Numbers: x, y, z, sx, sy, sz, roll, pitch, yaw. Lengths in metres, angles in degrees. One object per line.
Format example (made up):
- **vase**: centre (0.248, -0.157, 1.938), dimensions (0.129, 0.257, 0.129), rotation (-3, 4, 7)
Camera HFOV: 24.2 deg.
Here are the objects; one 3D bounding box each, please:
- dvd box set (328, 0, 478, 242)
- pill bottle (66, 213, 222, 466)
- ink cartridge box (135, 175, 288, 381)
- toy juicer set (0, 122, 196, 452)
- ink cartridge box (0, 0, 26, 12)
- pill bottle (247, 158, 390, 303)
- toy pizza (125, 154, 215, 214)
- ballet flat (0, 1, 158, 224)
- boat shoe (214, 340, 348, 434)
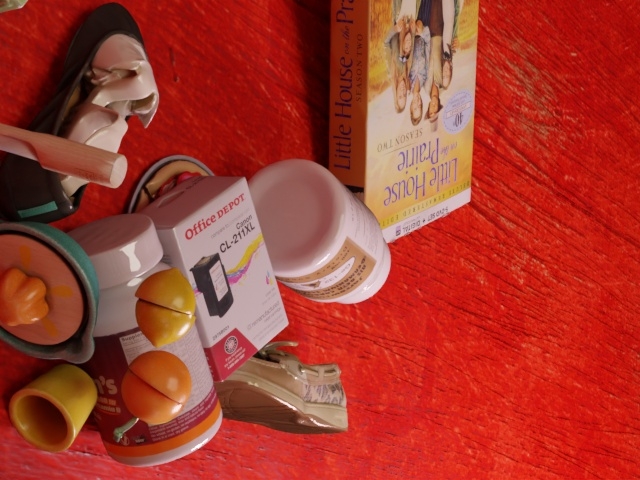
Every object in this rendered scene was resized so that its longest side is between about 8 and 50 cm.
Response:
- **dvd box set**: centre (0.110, -0.220, 1.899), dimensions (0.308, 0.062, 0.420), rotation (-24, 119, -55)
- **pill bottle**: centre (-0.178, 0.094, 1.426), dimensions (0.121, 0.121, 0.221), rotation (-44, 125, -51)
- **ink cartridge box**: centre (-0.115, 0.037, 1.517), dimensions (0.127, 0.072, 0.175), rotation (-40, 122, -45)
- **toy juicer set**: centre (-0.217, 0.037, 1.279), dimensions (0.089, 0.209, 0.329), rotation (-49, 130, -53)
- **ink cartridge box**: centre (-0.299, -0.342, 1.309), dimensions (0.235, 0.056, 0.171), rotation (59, 41, -34)
- **pill bottle**: centre (0.000, 0.000, 1.701), dimensions (0.229, 0.131, 0.131), rotation (38, 57, -66)
- **toy pizza**: centre (-0.138, 0.009, 1.580), dimensions (0.201, 0.032, 0.201), rotation (4, 86, -59)
- **ballet flat**: centre (-0.208, -0.119, 1.409), dimensions (0.095, 0.096, 0.280), rotation (57, 43, -40)
- **boat shoe**: centre (-0.051, 0.158, 1.666), dimensions (0.285, 0.105, 0.089), rotation (36, 53, -65)
